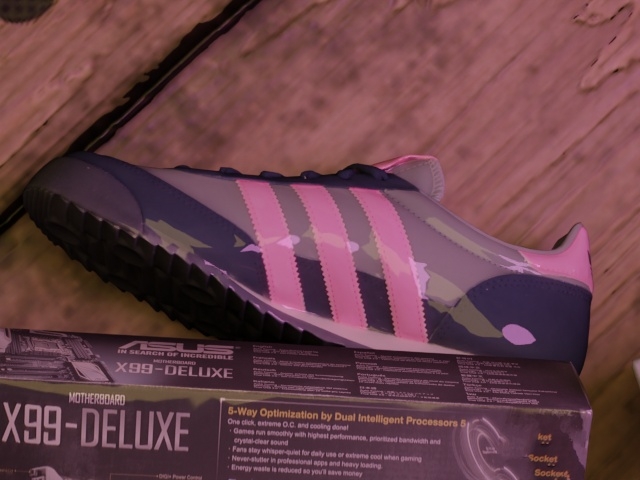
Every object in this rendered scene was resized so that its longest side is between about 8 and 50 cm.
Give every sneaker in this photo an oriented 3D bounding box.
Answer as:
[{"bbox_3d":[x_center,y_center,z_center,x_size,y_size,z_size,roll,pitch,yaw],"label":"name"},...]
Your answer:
[{"bbox_3d":[0.000,0.000,1.051,0.319,0.112,0.131,23,71,-7],"label":"sneaker"}]

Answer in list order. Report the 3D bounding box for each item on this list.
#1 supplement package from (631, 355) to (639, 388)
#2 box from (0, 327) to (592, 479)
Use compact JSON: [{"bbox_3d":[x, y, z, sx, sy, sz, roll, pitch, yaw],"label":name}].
[{"bbox_3d":[0.321,0.104,0.967,0.262,0.199,0.198,-22,83,12],"label":"supplement package"},{"bbox_3d":[-0.029,0.176,0.977,0.307,0.076,0.242,3,107,-3],"label":"box"}]
